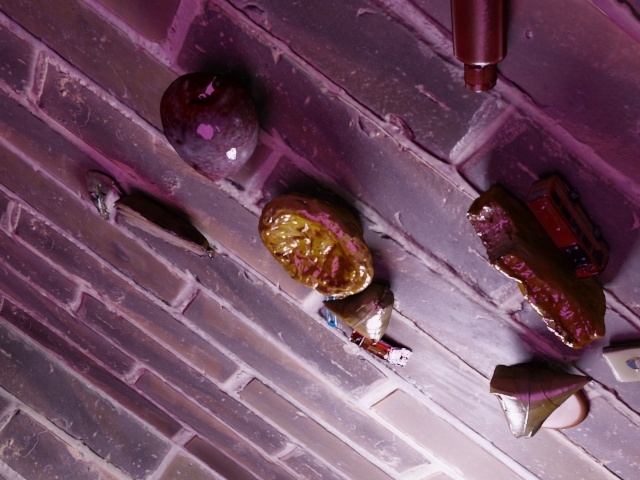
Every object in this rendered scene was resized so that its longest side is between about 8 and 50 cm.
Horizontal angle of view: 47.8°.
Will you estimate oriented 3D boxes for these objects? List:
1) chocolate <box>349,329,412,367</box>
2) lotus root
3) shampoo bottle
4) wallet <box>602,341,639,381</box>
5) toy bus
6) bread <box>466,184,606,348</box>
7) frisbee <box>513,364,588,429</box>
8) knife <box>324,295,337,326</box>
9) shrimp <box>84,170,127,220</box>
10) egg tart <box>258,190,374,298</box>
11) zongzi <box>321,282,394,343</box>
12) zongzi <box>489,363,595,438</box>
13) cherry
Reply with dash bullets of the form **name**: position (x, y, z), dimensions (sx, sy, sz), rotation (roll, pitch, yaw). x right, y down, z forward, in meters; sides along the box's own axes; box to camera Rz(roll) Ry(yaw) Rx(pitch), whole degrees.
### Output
- **chocolate**: position (0.172, 0.304, 2.084), dimensions (0.182, 0.028, 0.086), rotation (26, 133, 8)
- **lotus root**: position (-0.446, -0.048, 2.120), dimensions (0.329, 0.078, 0.167), rotation (27, 163, 6)
- **shampoo bottle**: position (0.280, -0.390, 1.276), dimensions (0.102, 0.064, 0.260), rotation (10, 135, 26)
- **wallet**: position (0.742, 0.274, 1.653), dimensions (0.155, 0.039, 0.110), rotation (-16, 117, 43)
- **toy bus**: position (0.505, -0.025, 1.469), dimensions (0.073, 0.096, 0.235), rotation (-18, 117, 47)
- **bread**: position (0.450, 0.062, 1.526), dimensions (0.380, 0.185, 0.109), rotation (44, 133, -11)
- **frisbee**: position (0.584, 0.422, 1.927), dimensions (0.250, 0.021, 0.251), rotation (20, 139, 19)
- **knife**: position (0.029, 0.148, 2.024), dimensions (0.044, 0.026, 0.297), rotation (7, 134, 13)
- **shrimp**: position (-0.644, -0.126, 2.206), dimensions (0.147, 0.035, 0.195), rotation (12, 134, 22)
- **egg tart**: position (-0.003, -0.003, 1.814), dimensions (0.341, 0.129, 0.341), rotation (20, 140, 17)
- **zongzi**: position (0.099, 0.169, 1.946), dimensions (0.197, 0.099, 0.194), rotation (29, 141, 13)
- **zongzi**: position (0.579, 0.411, 1.832), dimensions (0.256, 0.115, 0.228), rotation (-8, 128, 28)
- **cherry**: position (-0.250, -0.262, 1.661), dimensions (0.230, 0.203, 0.300), rotation (16, 138, 15)
